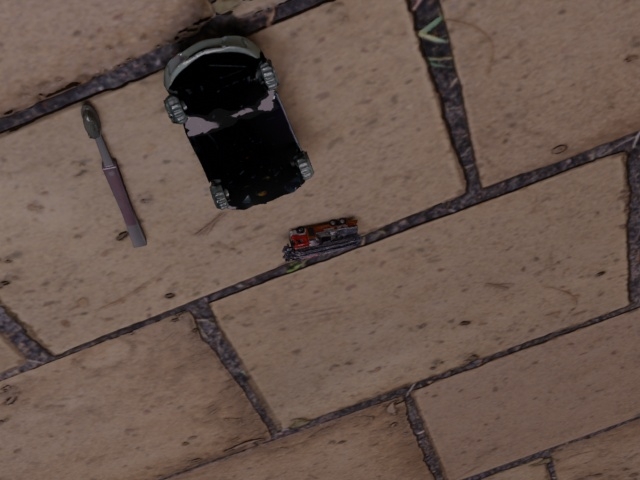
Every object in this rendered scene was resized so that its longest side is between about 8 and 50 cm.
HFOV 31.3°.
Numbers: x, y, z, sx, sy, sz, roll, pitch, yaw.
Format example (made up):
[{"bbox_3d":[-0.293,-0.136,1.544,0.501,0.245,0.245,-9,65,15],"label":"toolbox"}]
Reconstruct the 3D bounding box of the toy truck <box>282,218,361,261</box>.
[{"bbox_3d":[0.000,0.000,1.165,0.083,0.032,0.024,-10,146,-8],"label":"toy truck"}]

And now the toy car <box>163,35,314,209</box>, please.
[{"bbox_3d":[-0.071,-0.101,0.989,0.095,0.056,0.205,-20,139,2],"label":"toy car"}]

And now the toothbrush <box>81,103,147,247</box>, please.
[{"bbox_3d":[-0.186,-0.054,1.034,0.014,0.017,0.194,-11,145,0],"label":"toothbrush"}]
